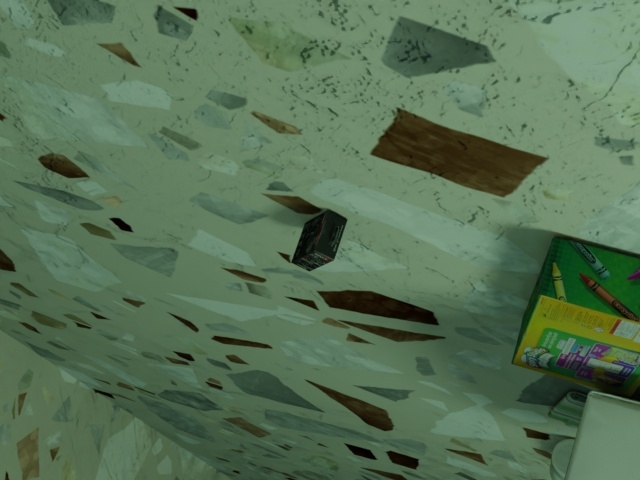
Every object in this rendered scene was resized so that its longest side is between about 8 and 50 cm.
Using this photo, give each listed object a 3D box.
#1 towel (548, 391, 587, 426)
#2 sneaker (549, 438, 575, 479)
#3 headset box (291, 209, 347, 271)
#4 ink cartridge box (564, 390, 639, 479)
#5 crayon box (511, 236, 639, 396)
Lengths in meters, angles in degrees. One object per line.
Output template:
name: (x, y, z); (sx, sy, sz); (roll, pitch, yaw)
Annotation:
towel: (0.451, 0.290, 1.701); (0.113, 0.023, 0.152); (19, 160, 6)
sneaker: (0.575, 0.468, 1.916); (0.292, 0.108, 0.169); (23, 161, 16)
headset box: (0.000, 0.000, 1.328); (0.032, 0.062, 0.083); (27, 156, -20)
ink cartridge box: (0.422, 0.364, 1.403); (0.166, 0.285, 0.395); (14, 175, 18)
crayon box: (0.342, 0.103, 1.264); (0.165, 0.081, 0.278); (15, 158, 10)
